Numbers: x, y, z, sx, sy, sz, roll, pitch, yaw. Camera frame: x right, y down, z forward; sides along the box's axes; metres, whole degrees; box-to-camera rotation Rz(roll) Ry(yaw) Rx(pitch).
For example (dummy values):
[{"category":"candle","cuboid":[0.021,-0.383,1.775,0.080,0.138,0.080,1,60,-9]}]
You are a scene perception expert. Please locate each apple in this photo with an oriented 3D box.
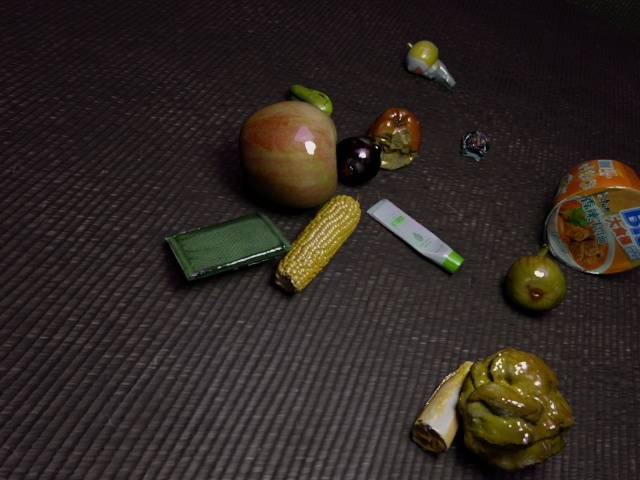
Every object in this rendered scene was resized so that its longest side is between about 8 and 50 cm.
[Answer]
[{"category":"apple","cuboid":[0.213,-0.296,1.432,0.156,0.158,0.147,26,48,6]},{"category":"apple","cuboid":[-0.074,-0.201,1.203,0.234,0.256,0.256,0,53,-3]}]

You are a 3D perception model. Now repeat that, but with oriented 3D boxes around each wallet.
[{"category":"wallet","cuboid":[-0.201,0.013,1.096,0.236,0.055,0.160,-18,37,-24]}]

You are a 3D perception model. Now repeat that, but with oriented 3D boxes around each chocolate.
[{"category":"chocolate","cuboid":[0.271,0.332,1.034,0.086,0.085,0.219,41,48,13]}]

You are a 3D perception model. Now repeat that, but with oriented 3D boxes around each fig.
[{"category":"fig","cuboid":[0.535,0.095,1.275,0.142,0.147,0.186,4,13,1]}]

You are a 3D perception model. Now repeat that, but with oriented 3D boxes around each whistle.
[{"category":"whistle","cuboid":[0.382,-0.612,1.775,0.223,0.123,0.122,42,50,-8]}]

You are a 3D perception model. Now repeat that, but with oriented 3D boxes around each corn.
[{"category":"corn","cuboid":[0.000,0.000,1.173,0.102,0.101,0.310,34,57,7]}]

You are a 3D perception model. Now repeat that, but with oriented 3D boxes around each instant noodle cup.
[{"category":"instant noodle cup","cuboid":[0.782,-0.080,1.399,0.297,0.296,0.214,28,42,3]}]

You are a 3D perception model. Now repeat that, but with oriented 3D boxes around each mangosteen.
[{"category":"mangosteen","cuboid":[0.103,-0.225,1.358,0.137,0.137,0.151,32,54,6]}]

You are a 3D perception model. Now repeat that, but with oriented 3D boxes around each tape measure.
[{"category":"tape measure","cuboid":[0.496,-0.303,1.603,0.091,0.054,0.094,23,57,-3]}]

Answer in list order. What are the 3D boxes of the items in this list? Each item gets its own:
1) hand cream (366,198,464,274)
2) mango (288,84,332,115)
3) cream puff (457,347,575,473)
[{"category":"hand cream","cuboid":[0.249,-0.015,1.312,0.275,0.050,0.079,40,24,18]},{"category":"mango","cuboid":[-0.032,-0.409,1.491,0.091,0.074,0.165,-29,56,-29]},{"category":"cream puff","cuboid":[0.379,0.333,0.981,0.245,0.196,0.244,12,56,-18]}]
